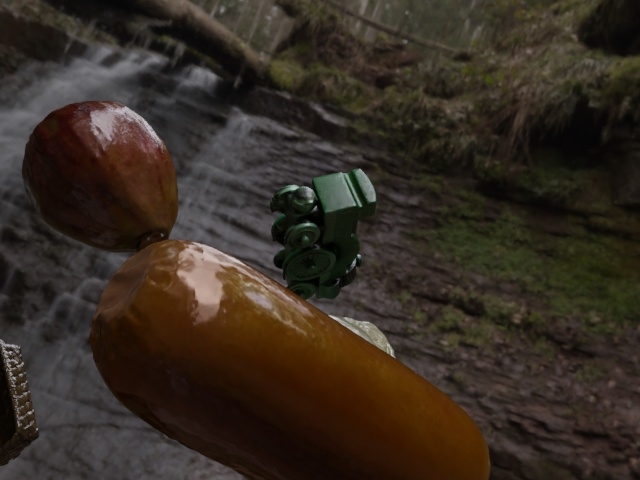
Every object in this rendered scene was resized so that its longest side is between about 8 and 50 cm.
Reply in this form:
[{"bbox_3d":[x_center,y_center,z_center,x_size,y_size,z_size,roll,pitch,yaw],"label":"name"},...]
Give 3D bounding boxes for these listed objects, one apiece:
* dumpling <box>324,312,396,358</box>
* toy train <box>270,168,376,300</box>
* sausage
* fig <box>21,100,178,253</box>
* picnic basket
[{"bbox_3d":[-0.015,0.174,0.979,0.252,0.179,0.132,-8,-44,-20],"label":"dumpling"},{"bbox_3d":[0.000,0.000,0.918,0.104,0.071,0.178,-14,-34,-13],"label":"toy train"},{"bbox_3d":[-0.007,0.096,0.492,0.274,0.105,0.105,36,-21,-27],"label":"sausage"},{"bbox_3d":[-0.342,-0.092,1.328,0.263,0.224,0.224,45,-25,-24],"label":"fig"},{"bbox_3d":[-0.490,0.250,1.293,0.055,0.110,0.193,31,25,-49],"label":"picnic basket"}]
